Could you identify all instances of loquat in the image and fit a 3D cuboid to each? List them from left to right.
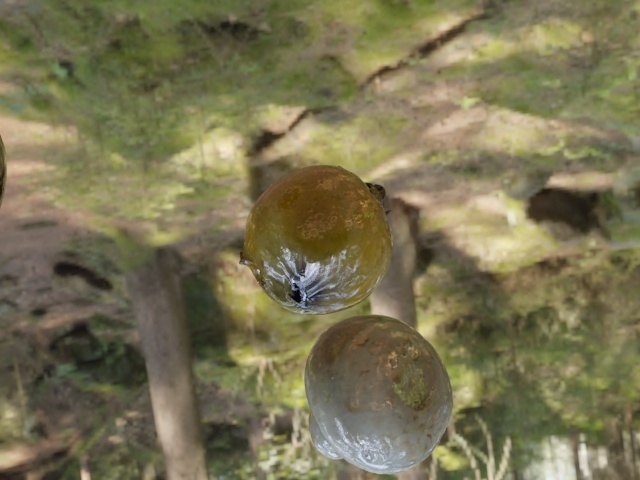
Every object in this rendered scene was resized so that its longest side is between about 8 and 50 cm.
[{"bbox_3d":[0.000,0.000,1.013,0.163,0.163,0.137,-10,-150,-17],"label":"loquat"}]

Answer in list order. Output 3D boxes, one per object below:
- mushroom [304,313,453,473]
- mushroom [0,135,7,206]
[{"bbox_3d":[0.063,0.236,1.534,0.244,0.243,0.243,-8,-173,1],"label":"mushroom"},{"bbox_3d":[-0.167,-0.015,0.381,0.087,0.127,0.127,36,171,-19],"label":"mushroom"}]
